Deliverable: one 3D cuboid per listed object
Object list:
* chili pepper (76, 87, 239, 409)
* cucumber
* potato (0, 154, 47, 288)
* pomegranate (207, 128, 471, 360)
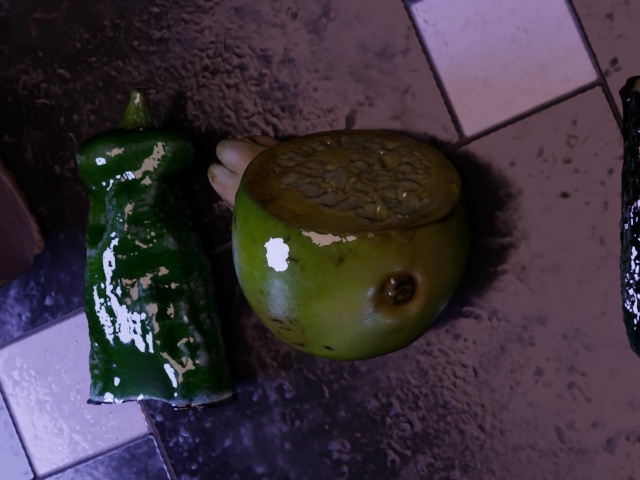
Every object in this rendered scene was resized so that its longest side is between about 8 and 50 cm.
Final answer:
[{"bbox_3d":[-0.148,0.006,1.538,0.136,0.099,0.270,1,101,42],"label":"chili pepper"},{"bbox_3d":[0.265,-0.016,1.419,0.067,0.067,0.245,2,93,17],"label":"cucumber"},{"bbox_3d":[-0.415,0.001,1.559,0.266,0.229,0.229,-29,85,20],"label":"potato"},{"bbox_3d":[-0.002,0.008,1.448,0.241,0.190,0.159,15,123,15],"label":"pomegranate"}]
